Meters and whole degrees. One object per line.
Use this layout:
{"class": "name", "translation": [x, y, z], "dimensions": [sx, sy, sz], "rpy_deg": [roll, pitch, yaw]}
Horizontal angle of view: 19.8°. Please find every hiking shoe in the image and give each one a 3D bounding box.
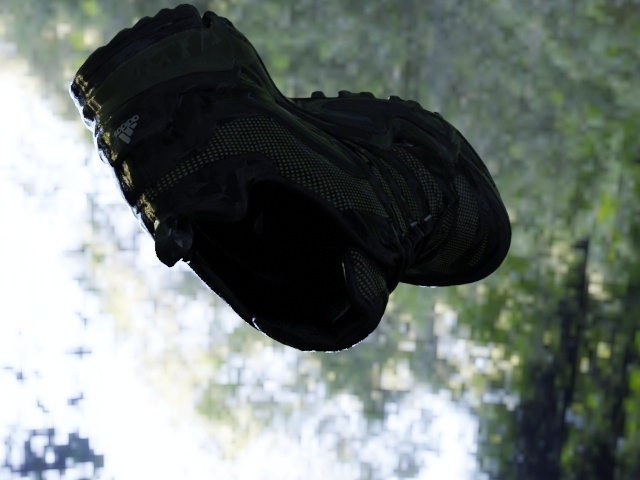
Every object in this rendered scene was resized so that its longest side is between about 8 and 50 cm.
{"class": "hiking shoe", "translation": [0.000, 0.000, 0.698], "dimensions": [0.227, 0.086, 0.114], "rpy_deg": [19, -134, -46]}
